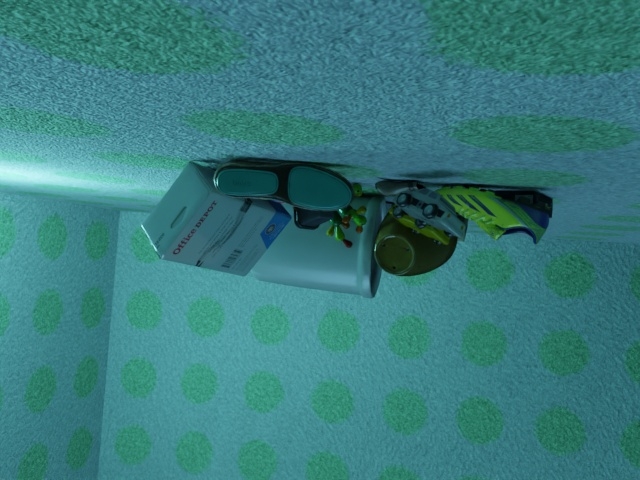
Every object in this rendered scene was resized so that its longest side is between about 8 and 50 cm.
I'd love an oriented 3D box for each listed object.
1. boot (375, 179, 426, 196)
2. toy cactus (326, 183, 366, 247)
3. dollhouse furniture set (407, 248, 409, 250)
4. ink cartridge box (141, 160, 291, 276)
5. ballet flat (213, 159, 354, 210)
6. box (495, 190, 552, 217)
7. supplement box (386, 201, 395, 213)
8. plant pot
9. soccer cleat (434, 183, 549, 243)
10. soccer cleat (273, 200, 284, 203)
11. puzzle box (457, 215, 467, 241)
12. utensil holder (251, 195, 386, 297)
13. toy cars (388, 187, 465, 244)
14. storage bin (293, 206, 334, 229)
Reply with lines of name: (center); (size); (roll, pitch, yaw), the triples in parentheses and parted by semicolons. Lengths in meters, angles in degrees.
boot: (0.205, -0.134, 1.603); (0.087, 0.042, 0.119); (-5, 174, 41)
toy cactus: (0.049, -0.087, 1.810); (0.181, 0.112, 0.219); (37, 149, 21)
dollhouse furniture set: (0.247, 0.051, 2.658); (0.362, 0.256, 0.394); (-9, -163, -35)
ink cartridge box: (-0.261, -0.047, 1.648); (0.308, 0.223, 0.129); (18, -153, -53)
ballet flat: (-0.080, -0.138, 1.455); (0.316, 0.107, 0.106); (10, -162, -5)
box: (0.491, -0.095, 1.741); (0.233, 0.059, 0.183); (3, 178, 33)
supplement box: (0.255, -0.090, 2.242); (0.188, 0.080, 0.104); (5, 179, -16)
plant pot: (0.254, 0.007, 1.865); (0.237, 0.237, 0.254); (4, -166, 24)
soccer cleat: (0.417, -0.065, 1.594); (0.289, 0.121, 0.093); (14, -176, 15)
soccer cleat: (-0.060, -0.141, 1.608); (0.248, 0.083, 0.095); (10, 151, 36)
puzzle box: (0.355, -0.059, 2.460); (0.409, 0.052, 0.272); (4, -167, 14)
utensil holder: (0.000, 0.000, 2.061); (0.386, 0.327, 0.327); (7, 179, 13)
toy cars: (0.266, -0.071, 1.572); (0.177, 0.087, 0.393); (33, 178, 5)
storage bin: (-0.018, -0.105, 1.734); (0.098, 0.135, 0.091); (6, 167, -40)
